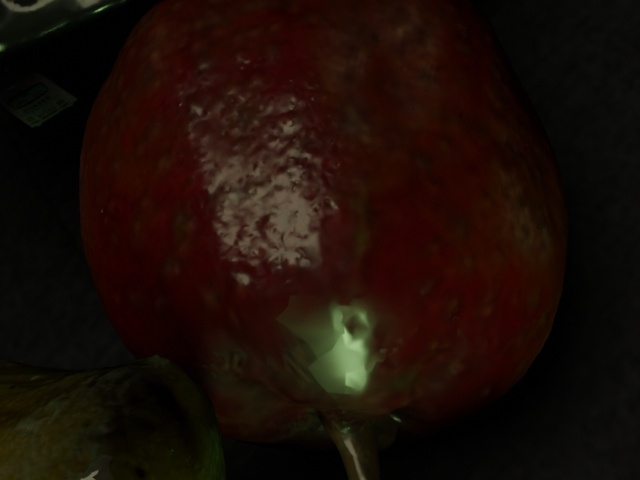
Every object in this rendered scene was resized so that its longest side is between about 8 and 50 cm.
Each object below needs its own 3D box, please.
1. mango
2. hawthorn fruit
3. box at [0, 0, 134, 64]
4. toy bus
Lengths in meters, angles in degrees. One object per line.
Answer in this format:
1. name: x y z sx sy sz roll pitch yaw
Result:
1. mango: -0.157 0.144 0.697 0.329 0.175 0.176 -7 92 42
2. hawthorn fruit: 0.000 0.000 0.697 0.215 0.215 0.249 -15 68 18
3. box: -0.118 -0.207 0.799 0.350 0.091 0.359 -23 30 10
4. toy bus: -0.177 -0.127 0.903 0.037 0.052 0.130 -30 62 14
